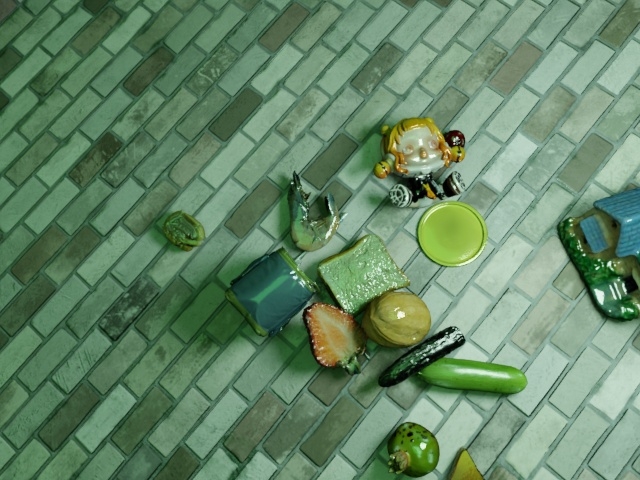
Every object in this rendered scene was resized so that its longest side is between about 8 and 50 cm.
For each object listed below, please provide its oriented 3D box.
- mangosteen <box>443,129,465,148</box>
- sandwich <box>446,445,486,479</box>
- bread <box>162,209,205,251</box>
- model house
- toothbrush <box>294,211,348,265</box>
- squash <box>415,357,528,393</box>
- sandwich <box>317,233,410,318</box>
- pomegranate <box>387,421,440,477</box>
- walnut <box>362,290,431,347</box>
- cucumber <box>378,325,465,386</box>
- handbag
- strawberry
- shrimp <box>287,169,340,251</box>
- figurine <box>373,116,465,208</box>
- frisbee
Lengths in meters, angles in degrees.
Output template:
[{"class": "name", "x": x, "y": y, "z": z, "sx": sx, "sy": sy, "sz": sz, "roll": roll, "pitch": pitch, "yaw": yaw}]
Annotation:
[{"class": "mangosteen", "x": 0.468, "y": -0.349, "z": 1.819, "sx": 0.081, "sy": 0.081, "sz": 0.081, "roll": -1, "pitch": 77, "yaw": 5}, {"class": "sandwich", "x": 0.424, "y": 0.754, "z": 1.575, "sx": 0.162, "sy": 0.058, "sz": 0.193, "roll": -29, "pitch": 79, "yaw": -1}, {"class": "bread", "x": -0.480, "y": -0.032, "z": 1.829, "sx": 0.156, "sy": 0.064, "sz": 0.117, "roll": 33, "pitch": 83, "yaw": 12}, {"class": "model house", "x": 0.991, "y": 0.030, "z": 1.551, "sx": 0.335, "sy": 0.342, "sz": 0.382, "roll": -17, "pitch": 77, "yaw": -1}, {"class": "toothbrush", "x": 0.000, "y": 0.000, "z": 1.804, "sx": 0.276, "sy": 0.019, "sz": 0.025, "roll": -43, "pitch": 82, "yaw": -6}, {"class": "squash", "x": 0.459, "y": 0.423, "z": 1.629, "sx": 0.379, "sy": 0.101, "sz": 0.101, "roll": 5, "pitch": 78, "yaw": 8}, {"class": "sandwich", "x": 0.138, "y": 0.118, "z": 1.732, "sx": 0.251, "sy": 0.087, "sz": 0.226, "roll": -31, "pitch": 76, "yaw": -3}, {"class": "pomegranate", "x": 0.267, "y": 0.634, "z": 1.551, "sx": 0.159, "sy": 0.205, "sz": 0.159, "roll": 3, "pitch": 96, "yaw": 37}, {"class": "walnut", "x": 0.241, "y": 0.249, "z": 1.625, "sx": 0.193, "sy": 0.226, "sz": 0.193, "roll": -13, "pitch": 72, "yaw": 43}, {"class": "cucumber", "x": 0.308, "y": 0.363, "z": 1.601, "sx": 0.303, "sy": 0.081, "sz": 0.072, "roll": -28, "pitch": 53, "yaw": -11}, {"class": "handbag", "x": -0.152, "y": 0.163, "z": 1.654, "sx": 0.241, "sy": 0.263, "sz": 0.222, "roll": -40, "pitch": 83, "yaw": -7}, {"class": "strawberry", "x": 0.038, "y": 0.306, "z": 1.657, "sx": 0.188, "sy": 0.106, "sz": 0.286, "roll": -38, "pitch": 107, "yaw": -16}, {"class": "shrimp", "x": -0.025, "y": -0.107, "z": 1.796, "sx": 0.178, "sy": 0.075, "sz": 0.289, "roll": -6, "pitch": 71, "yaw": -1}, {"class": "figurine", "x": 0.322, "y": -0.276, "z": 1.754, "sx": 0.320, "sy": 0.196, "sz": 0.323, "roll": -11, "pitch": 82, "yaw": -8}, {"class": "frisbee", "x": 0.452, "y": -0.023, "z": 1.773, "sx": 0.236, "sy": 0.017, "sz": 0.236, "roll": -1, "pitch": 77, "yaw": 5}]
